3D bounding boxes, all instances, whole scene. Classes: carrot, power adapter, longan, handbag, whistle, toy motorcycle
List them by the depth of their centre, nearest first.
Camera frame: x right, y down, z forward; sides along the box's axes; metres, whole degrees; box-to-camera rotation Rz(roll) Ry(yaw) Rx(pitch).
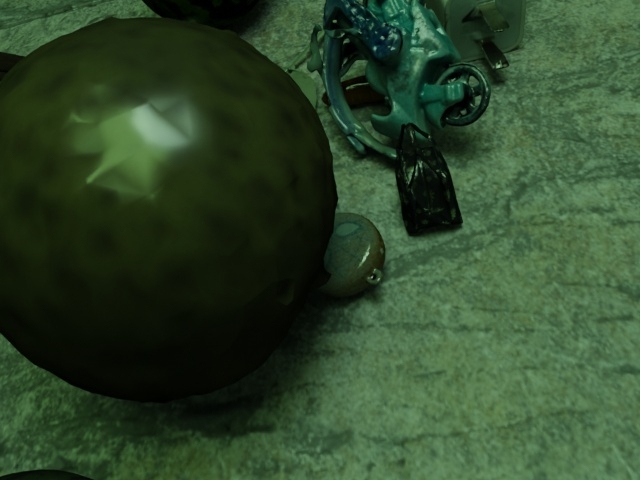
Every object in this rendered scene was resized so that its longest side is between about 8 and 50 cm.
[{"bbox_3d":[-0.164,-0.031,0.625,0.391,0.391,0.391,-7,52,9],"label":"longan"},{"bbox_3d":[0.121,-0.090,0.739,0.072,0.139,0.115,-14,52,14],"label":"handbag"},{"bbox_3d":[0.000,0.000,0.757,0.220,0.057,0.107,34,81,37],"label":"whistle"},{"bbox_3d":[0.097,-0.235,0.827,0.206,0.154,0.260,-34,74,28],"label":"toy motorcycle"},{"bbox_3d":[0.243,-0.347,0.913,0.125,0.130,0.204,-13,52,4],"label":"power adapter"},{"bbox_3d":[0.069,-0.235,0.922,0.139,0.048,0.048,-8,52,9],"label":"carrot"}]

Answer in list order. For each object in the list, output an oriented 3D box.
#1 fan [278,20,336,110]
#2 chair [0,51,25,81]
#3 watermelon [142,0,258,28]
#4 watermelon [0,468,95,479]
[{"bbox_3d":[-0.065,-0.269,1.002,0.233,0.012,0.414,27,66,29],"label":"fan"},{"bbox_3d":[-0.510,-0.165,0.903,0.203,0.416,0.240,14,96,54],"label":"chair"},{"bbox_3d":[-0.222,-0.513,1.077,0.269,0.269,0.268,-7,52,9],"label":"watermelon"},{"bbox_3d":[-0.241,0.297,0.490,0.212,0.212,0.212,-7,52,9],"label":"watermelon"}]
